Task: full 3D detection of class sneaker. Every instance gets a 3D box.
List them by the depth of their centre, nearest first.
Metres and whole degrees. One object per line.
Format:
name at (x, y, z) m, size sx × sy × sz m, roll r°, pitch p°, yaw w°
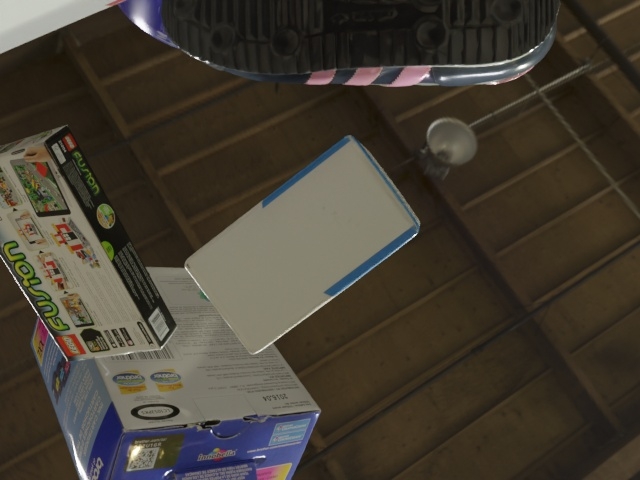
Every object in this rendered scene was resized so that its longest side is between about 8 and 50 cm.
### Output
sneaker at (0.029, -0.171, 0.620) m, size 0.319 × 0.131 × 0.112 m, roll 9°, pitch -89°, yaw 16°

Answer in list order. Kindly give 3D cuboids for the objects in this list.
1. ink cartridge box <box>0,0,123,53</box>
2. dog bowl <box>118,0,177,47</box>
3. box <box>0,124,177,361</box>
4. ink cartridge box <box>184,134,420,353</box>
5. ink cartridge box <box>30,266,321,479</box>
ink cartridge box at (-0.163, -0.289, 0.277) m, size 0.279 × 0.160 × 0.385 m, roll -25°, pitch -88°, yaw -4°
dog bowl at (-0.133, -0.362, 0.918) m, size 0.265 × 0.104 × 0.265 m, roll 7°, pitch -117°, yaw -14°
box at (-0.221, 0.011, 0.652) m, size 0.114 × 0.207 × 0.036 m, roll -10°, pitch -153°, yaw 25°
ink cartridge box at (0.000, 0.000, 0.597) m, size 0.148 × 0.203 × 0.086 m, roll -38°, pitch -94°, yaw 9°
ink cartridge box at (-0.188, 0.197, 0.970) m, size 0.270 × 0.151 × 0.395 m, roll 3°, pitch -152°, yaw -36°
